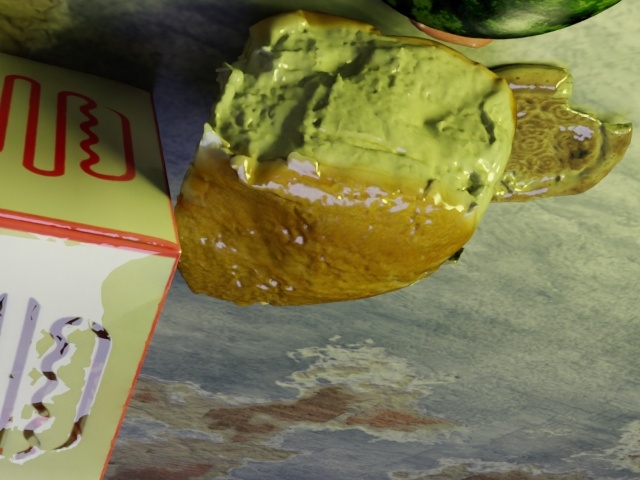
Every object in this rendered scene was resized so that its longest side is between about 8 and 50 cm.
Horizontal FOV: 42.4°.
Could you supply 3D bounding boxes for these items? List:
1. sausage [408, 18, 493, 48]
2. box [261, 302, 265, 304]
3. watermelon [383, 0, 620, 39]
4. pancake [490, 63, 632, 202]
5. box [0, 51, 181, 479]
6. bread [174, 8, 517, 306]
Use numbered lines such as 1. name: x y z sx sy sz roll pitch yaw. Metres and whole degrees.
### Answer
1. sausage: 0.113 -0.194 0.693 0.094 0.059 0.054 9 160 -21
2. box: 0.000 -0.001 1.010 0.239 0.074 0.153 -13 150 20
3. watermelon: 0.105 -0.241 0.441 0.269 0.269 0.269 0 149 0
4. pancake: 0.209 -0.102 0.875 0.235 0.029 0.212 21 145 -27
5. box: -0.316 0.020 0.725 0.300 0.312 0.314 11 119 -23
6. bread: 0.021 -0.060 0.745 0.279 0.225 0.250 15 146 -8
